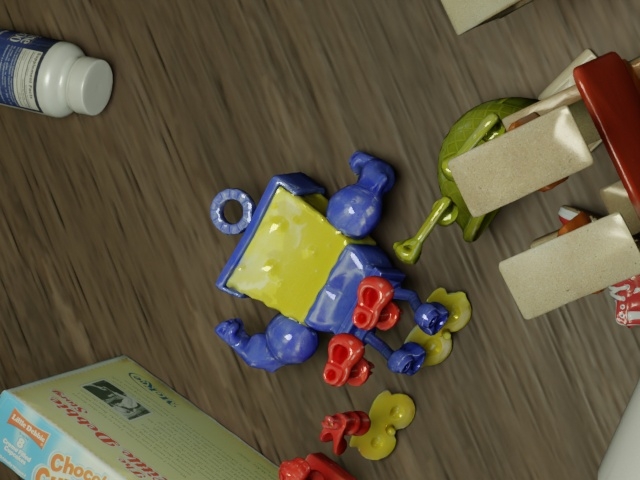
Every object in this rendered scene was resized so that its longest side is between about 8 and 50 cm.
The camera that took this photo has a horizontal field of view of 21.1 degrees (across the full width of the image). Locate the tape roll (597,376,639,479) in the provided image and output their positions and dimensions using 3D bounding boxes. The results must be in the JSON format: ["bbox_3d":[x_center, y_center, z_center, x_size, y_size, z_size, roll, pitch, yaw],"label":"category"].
[{"bbox_3d":[0.331,0.135,1.161,0.246,0.246,0.169,27,106,20],"label":"tape roll"}]

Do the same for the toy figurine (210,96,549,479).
[{"bbox_3d":[0.000,0.000,1.338,0.217,0.191,0.363,34,107,23],"label":"toy figurine"}]

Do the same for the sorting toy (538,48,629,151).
[{"bbox_3d":[0.214,-0.116,1.316,0.083,0.012,0.062,-45,76,22],"label":"sorting toy"}]

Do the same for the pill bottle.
[{"bbox_3d":[-0.244,-0.144,1.493,0.120,0.067,0.067,14,101,23],"label":"pill bottle"}]

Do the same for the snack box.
[{"bbox_3d":[-0.100,0.215,1.397,0.322,0.187,0.060,34,108,18],"label":"snack box"}]

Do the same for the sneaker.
[{"bbox_3d":[0.224,0.024,1.309,0.118,0.042,0.067,30,103,17],"label":"sneaker"}]

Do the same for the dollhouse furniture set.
[{"bbox_3d":[0.194,-0.103,1.166,0.135,0.262,0.259,-25,92,32],"label":"dollhouse furniture set"}]
